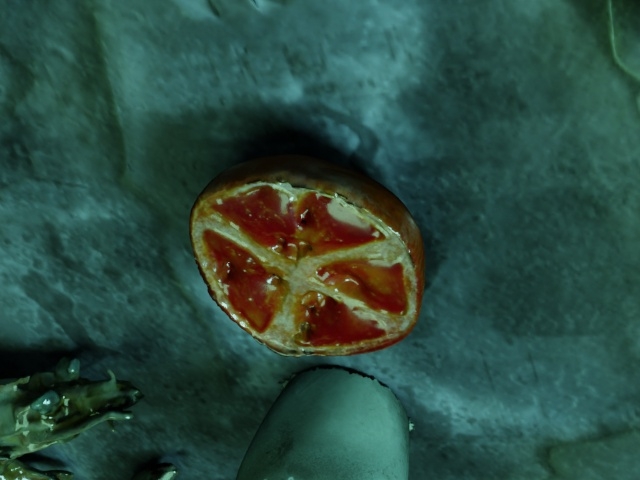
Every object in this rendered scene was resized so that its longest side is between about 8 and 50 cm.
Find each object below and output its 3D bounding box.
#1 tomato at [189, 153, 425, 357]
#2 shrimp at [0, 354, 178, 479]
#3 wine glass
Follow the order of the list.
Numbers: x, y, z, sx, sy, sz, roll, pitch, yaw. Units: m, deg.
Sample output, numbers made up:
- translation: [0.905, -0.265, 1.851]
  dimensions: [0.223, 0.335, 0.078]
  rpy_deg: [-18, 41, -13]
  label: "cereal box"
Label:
- translation: [0.000, 0.000, 0.787]
  dimensions: [0.155, 0.069, 0.156]
  rpy_deg: [13, 136, 13]
  label: "tomato"
- translation: [-0.231, 0.189, 1.056]
  dimensions: [0.247, 0.085, 0.360]
  rpy_deg: [31, 139, -24]
  label: "shrimp"
- translation: [-0.010, 0.208, 0.870]
  dimensions: [0.126, 0.241, 0.126]
  rpy_deg: [11, 135, 11]
  label: "wine glass"
